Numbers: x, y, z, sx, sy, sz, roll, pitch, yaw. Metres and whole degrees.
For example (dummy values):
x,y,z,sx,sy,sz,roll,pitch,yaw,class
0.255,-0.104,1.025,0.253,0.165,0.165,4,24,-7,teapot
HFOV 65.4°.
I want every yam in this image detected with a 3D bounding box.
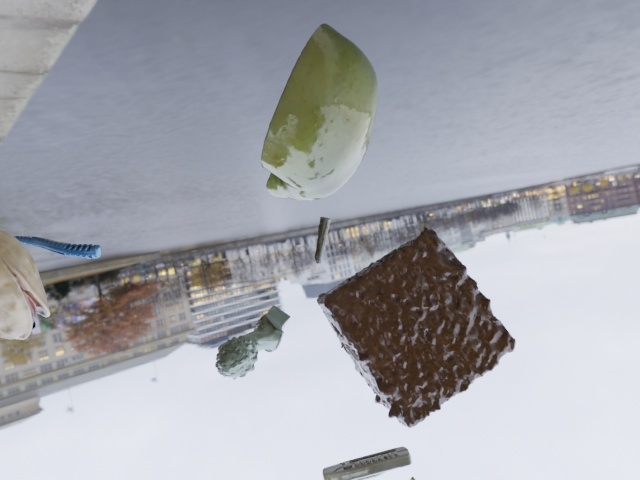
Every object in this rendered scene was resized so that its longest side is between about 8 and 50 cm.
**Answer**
x,y,z,sx,sy,sz,roll,pitch,yaw,class
0.000,0.000,1.360,0.033,0.129,0.027,6,-167,-32,yam

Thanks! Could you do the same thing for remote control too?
x,y,z,sx,sy,sz,roll,pitch,yaw,class
0.120,0.584,1.279,0.231,0.049,0.090,-14,168,-3,remote control

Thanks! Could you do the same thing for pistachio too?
x,y,z,sx,sy,sz,roll,pitch,yaw,class
-0.622,0.086,0.973,0.158,0.229,0.157,-15,-151,9,pistachio

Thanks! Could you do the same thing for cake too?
x,y,z,sx,sy,sz,roll,pitch,yaw,class
0.075,0.077,0.472,0.135,0.135,0.147,-31,178,-13,cake

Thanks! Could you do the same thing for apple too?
x,y,z,sx,sy,sz,roll,pitch,yaw,class
-0.016,-0.276,1.098,0.320,0.360,0.312,12,163,48,apple

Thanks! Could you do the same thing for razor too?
x,y,z,sx,sy,sz,roll,pitch,yaw,class
-0.626,0.014,1.122,0.254,0.042,0.082,6,-177,-4,razor

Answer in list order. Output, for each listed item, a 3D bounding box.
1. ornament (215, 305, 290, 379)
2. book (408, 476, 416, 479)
x,y,z,sx,sy,sz,roll,pitch,yaw,class
-0.193,0.306,1.513,0.285,0.120,0.130,-37,159,-40,ornament
0.272,0.646,1.170,0.013,0.192,0.168,-36,154,-16,book
